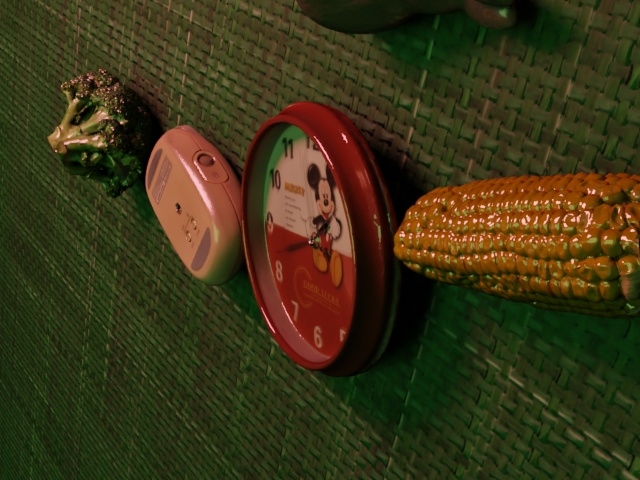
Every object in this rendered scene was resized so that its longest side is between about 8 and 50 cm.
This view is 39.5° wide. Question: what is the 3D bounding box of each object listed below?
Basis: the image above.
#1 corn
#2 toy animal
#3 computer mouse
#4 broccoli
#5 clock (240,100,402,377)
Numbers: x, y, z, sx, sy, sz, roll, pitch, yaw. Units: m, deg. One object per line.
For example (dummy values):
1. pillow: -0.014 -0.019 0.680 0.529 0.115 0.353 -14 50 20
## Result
1. corn: 0.184 0.000 0.764 0.321 0.119 0.119 5 101 52
2. toy animal: 0.091 -0.255 0.856 0.251 0.127 0.125 18 100 34
3. computer mouse: -0.164 -0.048 1.231 0.236 0.082 0.145 56 137 32
4. broccoli: -0.337 -0.166 1.383 0.195 0.156 0.195 53 167 17
5. clock: 0.000 0.000 1.025 0.318 0.080 0.319 30 124 58
